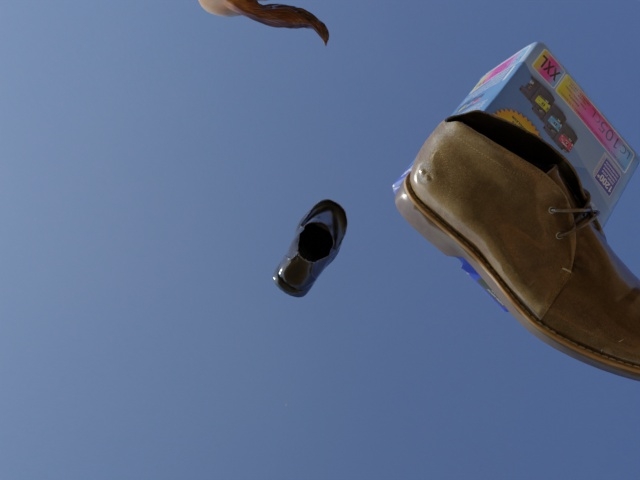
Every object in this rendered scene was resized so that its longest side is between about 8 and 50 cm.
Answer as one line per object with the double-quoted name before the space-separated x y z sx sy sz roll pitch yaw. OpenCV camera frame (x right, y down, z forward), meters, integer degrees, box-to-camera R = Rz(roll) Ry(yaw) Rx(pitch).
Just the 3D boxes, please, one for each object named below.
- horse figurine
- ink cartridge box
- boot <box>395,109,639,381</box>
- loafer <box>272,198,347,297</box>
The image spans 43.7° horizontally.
"horse figurine" -0.095 -0.296 0.881 0.175 0.066 0.263 -20 -131 -28
"ink cartridge box" 0.296 -0.084 1.217 0.270 0.151 0.395 46 -125 -8
"boot" 0.205 0.002 0.689 0.305 0.115 0.112 39 -140 18
"loafer" 0.000 0.000 1.237 0.080 0.078 0.220 32 -140 -5
